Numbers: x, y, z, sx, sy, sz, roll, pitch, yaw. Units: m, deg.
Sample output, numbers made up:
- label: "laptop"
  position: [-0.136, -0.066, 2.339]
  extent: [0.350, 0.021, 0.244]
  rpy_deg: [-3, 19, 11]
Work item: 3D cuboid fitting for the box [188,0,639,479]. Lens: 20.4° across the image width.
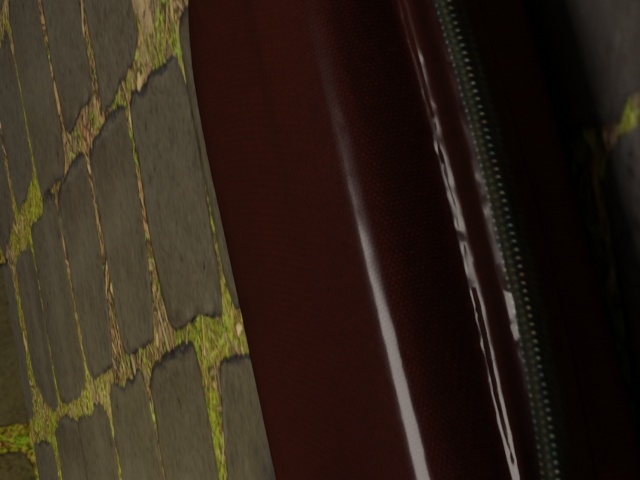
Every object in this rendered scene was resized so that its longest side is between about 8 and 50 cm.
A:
- label: "box"
  position: [0.032, 0.009, 0.786]
  extent: [0.263, 0.108, 0.404]
  rpy_deg: [130, 130, -69]
